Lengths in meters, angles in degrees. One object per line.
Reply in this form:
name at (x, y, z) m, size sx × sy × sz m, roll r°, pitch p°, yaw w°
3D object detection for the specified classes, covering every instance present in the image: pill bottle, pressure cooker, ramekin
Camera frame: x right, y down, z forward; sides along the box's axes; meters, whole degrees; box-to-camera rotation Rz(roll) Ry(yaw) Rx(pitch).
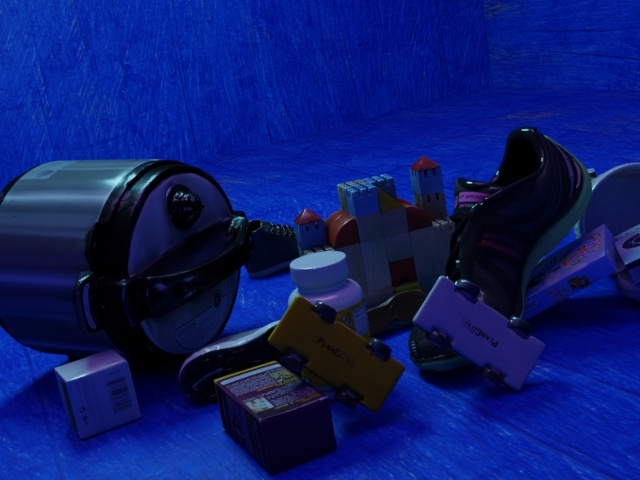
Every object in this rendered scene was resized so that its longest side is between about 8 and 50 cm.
pill bottle at (0.015, 0.127, 1.471) m, size 0.117 × 0.209 × 0.117 m, roll -10°, pitch 15°, yaw 3°
pressure cooker at (-0.339, 0.037, 1.707) m, size 0.420 × 0.370 × 0.375 m, roll 1°, pitch -27°, yaw 28°
ramekin at (0.556, -0.036, 1.742) m, size 0.207 × 0.207 × 0.109 m, roll -11°, pitch 5°, yaw -1°

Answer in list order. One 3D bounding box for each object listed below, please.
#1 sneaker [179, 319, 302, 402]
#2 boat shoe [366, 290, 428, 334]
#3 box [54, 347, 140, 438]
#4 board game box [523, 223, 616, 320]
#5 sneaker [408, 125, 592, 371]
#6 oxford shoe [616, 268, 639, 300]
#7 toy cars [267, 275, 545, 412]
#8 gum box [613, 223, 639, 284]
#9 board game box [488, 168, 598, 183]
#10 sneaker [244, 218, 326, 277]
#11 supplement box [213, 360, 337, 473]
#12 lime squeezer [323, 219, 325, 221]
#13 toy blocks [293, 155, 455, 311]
sneaker at (-0.102, 0.181, 1.578) m, size 0.271 × 0.100 × 0.108 m, roll -14°, pitch 10°, yaw -11°
boat shoe at (0.126, 0.132, 1.697) m, size 0.153 × 0.056 × 0.048 m, roll -24°, pitch -12°, yaw -25°
box at (-0.351, 0.239, 1.518) m, size 0.102 × 0.101 × 0.087 m, roll -17°, pitch 16°, yaw -24°
board game box at (0.392, 0.062, 1.616) m, size 0.211 × 0.039 × 0.160 m, roll -32°, pitch 8°, yaw 23°
sneaker at (0.259, 0.007, 1.562) m, size 0.185 × 0.202 × 0.483 m, roll -11°, pitch 38°, yaw 54°
oxford shoe at (0.709, 0.013, 1.582) m, size 0.449 × 0.130 × 0.169 m, roll -11°, pitch 18°, yaw 8°
toy cars at (0.119, 0.146, 1.377) m, size 0.393 × 0.177 × 0.087 m, roll -7°, pitch -2°, yaw -10°
gum box at (0.567, 0.000, 1.581) m, size 0.157 × 0.041 × 0.184 m, roll -26°, pitch 9°, yaw 14°
board game box at (0.515, -0.109, 2.319) m, size 0.305 × 0.053 × 0.193 m, roll -8°, pitch 15°, yaw 12°
sneaker at (-0.078, -0.012, 2.159) m, size 0.222 × 0.118 × 0.083 m, roll -28°, pitch 31°, yaw -14°
supplement box at (-0.066, 0.242, 1.349) m, size 0.104 × 0.081 × 0.188 m, roll -16°, pitch 15°, yaw -22°
lime squeezer at (0.000, 0.000, 2.307) m, size 0.110 × 0.059 × 0.310 m, roll 32°, pitch 31°, yaw 18°
toy blocks at (0.106, -0.002, 1.793) m, size 0.381 × 0.261 × 0.191 m, roll -14°, pitch 15°, yaw -11°
